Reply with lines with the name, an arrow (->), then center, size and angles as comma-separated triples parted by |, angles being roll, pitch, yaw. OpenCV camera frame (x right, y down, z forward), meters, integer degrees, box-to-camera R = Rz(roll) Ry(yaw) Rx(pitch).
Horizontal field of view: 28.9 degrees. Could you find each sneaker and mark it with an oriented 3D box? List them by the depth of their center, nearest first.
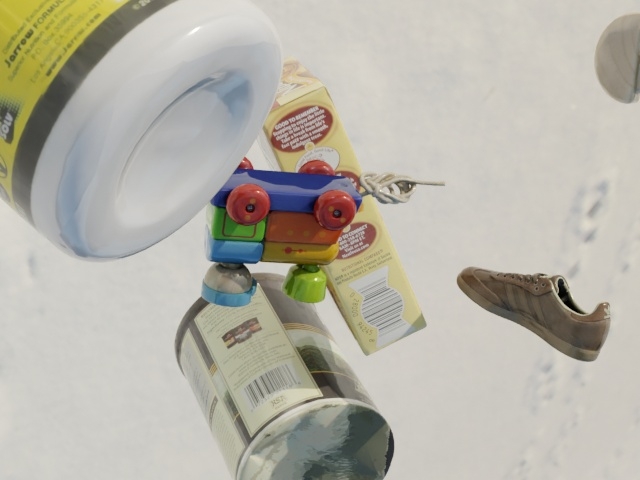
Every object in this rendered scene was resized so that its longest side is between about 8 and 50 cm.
sneaker -> 0.239, 0.061, 1.375 | 0.066, 0.188, 0.071 | -2, 117, -54

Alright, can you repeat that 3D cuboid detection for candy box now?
candy box -> 0.009, -0.043, 1.444 | 0.088, 0.183, 0.316 | -25, 112, -5

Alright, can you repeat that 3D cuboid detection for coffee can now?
coffee can -> -0.052, 0.199, 1.576 | 0.202, 0.275, 0.201 | -12, 127, -17

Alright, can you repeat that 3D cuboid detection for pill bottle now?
pill bottle -> -0.201, -0.154, 0.780 | 0.188, 0.334, 0.188 | -44, 161, -19

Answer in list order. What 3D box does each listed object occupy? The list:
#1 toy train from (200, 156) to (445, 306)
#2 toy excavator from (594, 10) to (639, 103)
toy train -> 0.000, 0.000, 1.266 | 0.248, 0.105, 0.143 | 3, 113, -16
toy excavator -> 0.648, -0.302, 1.663 | 0.445, 0.433, 0.222 | -60, 165, 17
